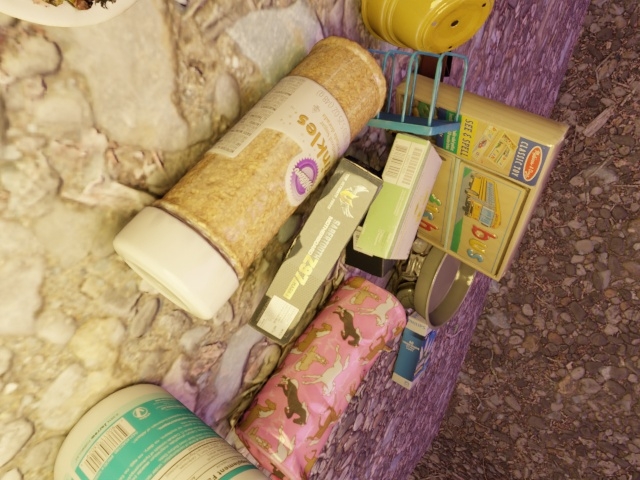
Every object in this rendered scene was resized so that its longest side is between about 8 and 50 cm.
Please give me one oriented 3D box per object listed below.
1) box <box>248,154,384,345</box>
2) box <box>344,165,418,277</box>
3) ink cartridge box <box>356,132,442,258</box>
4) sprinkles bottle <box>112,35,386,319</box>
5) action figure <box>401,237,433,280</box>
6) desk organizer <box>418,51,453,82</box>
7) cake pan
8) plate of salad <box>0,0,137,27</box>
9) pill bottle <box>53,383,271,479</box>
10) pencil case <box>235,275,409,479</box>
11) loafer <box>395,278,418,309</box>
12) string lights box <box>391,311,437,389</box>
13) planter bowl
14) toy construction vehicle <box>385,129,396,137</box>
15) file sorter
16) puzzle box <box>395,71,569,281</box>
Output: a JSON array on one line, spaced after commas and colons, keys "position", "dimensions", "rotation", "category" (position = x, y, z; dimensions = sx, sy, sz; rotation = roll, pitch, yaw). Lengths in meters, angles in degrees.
[{"position": [0.000, 0.000, 0.545], "dimensions": [0.233, 0.059, 0.183], "rotation": [-59, -178, 13], "category": "box"}, {"position": [0.126, -0.039, 0.810], "dimensions": [0.158, 0.093, 0.156], "rotation": [-41, 140, -39], "category": "box"}, {"position": [0.144, -0.056, 0.657], "dimensions": [0.235, 0.056, 0.171], "rotation": [7, 104, -64], "category": "ink cartridge box"}, {"position": [-0.059, -0.086, 0.462], "dimensions": [0.356, 0.121, 0.121], "rotation": [-53, 146, -24], "category": "sprinkles bottle"}, {"position": [0.290, 0.032, 1.117], "dimensions": [0.285, 0.099, 0.186], "rotation": [26, 94, -56], "category": "action figure"}, {"position": [0.223, -0.315, 0.797], "dimensions": [0.047, 0.050, 0.131], "rotation": [28, 71, -59], "category": "desk organizer"}, {"position": [0.344, 0.097, 1.095], "dimensions": [0.293, 0.054, 0.294], "rotation": [-27, 129, -39], "category": "cake pan"}, {"position": [-0.176, -0.243, 0.249], "dimensions": [0.199, 0.048, 0.200], "rotation": [-36, 137, -43], "category": "plate of salad"}, {"position": [-0.143, 0.276, 0.419], "dimensions": [0.146, 0.263, 0.147], "rotation": [-35, 137, -41], "category": "pill bottle"}, {"position": [0.012, 0.248, 0.756], "dimensions": [0.386, 0.167, 0.160], "rotation": [-48, 177, -30], "category": "pencil case"}, {"position": [0.284, 0.156, 1.207], "dimensions": [0.251, 0.094, 0.088], "rotation": [32, 48, -57], "category": "loafer"}, {"position": [0.334, 0.368, 1.409], "dimensions": [0.133, 0.076, 0.260], "rotation": [-18, 124, -51], "category": "string lights box"}, {"position": [0.175, -0.336, 0.574], "dimensions": [0.216, 0.091, 0.217], "rotation": [-19, 163, -6], "category": "planter bowl"}, {"position": [0.167, -0.231, 0.807], "dimensions": [0.085, 0.035, 0.099], "rotation": [5, 105, -58], "category": "toy construction vehicle"}, {"position": [0.115, -0.223, 0.600], "dimensions": [0.118, 0.170, 0.105], "rotation": [-25, 127, -49], "category": "file sorter"}, {"position": [0.272, -0.098, 0.787], "dimensions": [0.052, 0.272, 0.409], "rotation": [-47, 149, -19], "category": "puzzle box"}]
